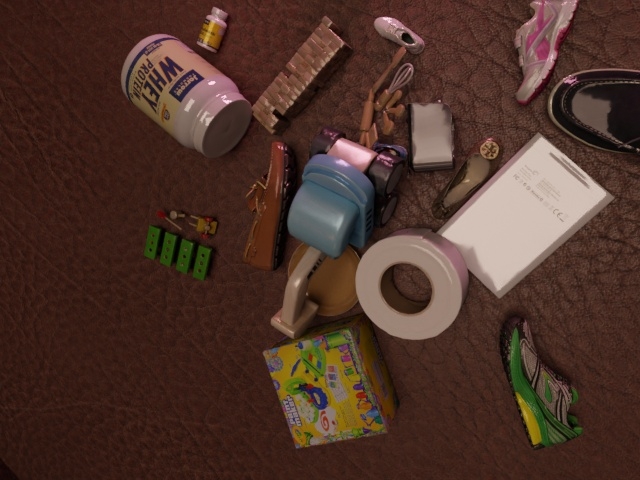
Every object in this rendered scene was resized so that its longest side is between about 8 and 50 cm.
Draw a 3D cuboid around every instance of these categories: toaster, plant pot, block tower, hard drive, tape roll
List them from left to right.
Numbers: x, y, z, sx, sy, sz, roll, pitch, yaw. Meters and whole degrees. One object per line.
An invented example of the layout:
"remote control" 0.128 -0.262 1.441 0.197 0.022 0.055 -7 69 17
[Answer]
"block tower" -0.052 -0.448 1.337 0.097 0.091 0.335 46 110 9
"plant pot" 0.019 0.102 1.406 0.236 0.032 0.236 3 98 21
"tape roll" 0.239 0.112 1.261 0.286 0.100 0.286 8 107 27
"toaster" 0.276 -0.248 1.194 0.110 0.168 0.185 -1 95 19
"hard drive" 0.495 -0.057 1.199 0.233 0.047 0.353 46 109 10

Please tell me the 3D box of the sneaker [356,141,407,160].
"sneaker" 0.150 -0.241 1.293 0.162 0.073 0.063 6 98 21

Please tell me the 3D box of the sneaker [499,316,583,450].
"sneaker" 0.544 0.344 1.197 0.146 0.134 0.343 -19 98 15

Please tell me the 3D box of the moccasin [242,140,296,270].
"moccasin" -0.159 -0.102 1.403 0.147 0.139 0.380 14 110 10

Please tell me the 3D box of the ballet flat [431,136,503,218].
"ballet flat" 0.373 -0.155 1.227 0.084 0.058 0.250 42 108 11

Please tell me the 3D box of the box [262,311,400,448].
"box" 0.033 0.392 1.355 0.279 0.177 0.290 -19 90 21

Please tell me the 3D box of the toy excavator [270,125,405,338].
"toy excavator" 0.000 0.000 1.244 0.222 0.433 0.445 30 66 19

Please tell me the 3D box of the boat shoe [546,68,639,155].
"boat shoe" 0.748 -0.251 1.024 0.500 0.156 0.186 26 106 18

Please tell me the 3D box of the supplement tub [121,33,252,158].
"supplement tub" -0.383 -0.413 1.388 0.325 0.235 0.235 39 108 13

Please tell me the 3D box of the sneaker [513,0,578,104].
"sneaker" 0.505 -0.448 1.128 0.111 0.103 0.252 22 97 21

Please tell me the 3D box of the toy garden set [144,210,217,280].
"toy garden set" -0.448 -0.007 1.563 0.244 0.049 0.203 21 105 18

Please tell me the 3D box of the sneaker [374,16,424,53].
"sneaker" 0.202 -0.542 1.246 0.152 0.061 0.053 36 109 15

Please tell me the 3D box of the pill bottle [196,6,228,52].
"pill bottle" -0.320 -0.629 1.431 0.065 0.065 0.116 30 105 15

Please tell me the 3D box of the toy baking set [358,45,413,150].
"toy baking set" 0.168 -0.354 1.230 0.197 0.030 0.256 -12 65 61
